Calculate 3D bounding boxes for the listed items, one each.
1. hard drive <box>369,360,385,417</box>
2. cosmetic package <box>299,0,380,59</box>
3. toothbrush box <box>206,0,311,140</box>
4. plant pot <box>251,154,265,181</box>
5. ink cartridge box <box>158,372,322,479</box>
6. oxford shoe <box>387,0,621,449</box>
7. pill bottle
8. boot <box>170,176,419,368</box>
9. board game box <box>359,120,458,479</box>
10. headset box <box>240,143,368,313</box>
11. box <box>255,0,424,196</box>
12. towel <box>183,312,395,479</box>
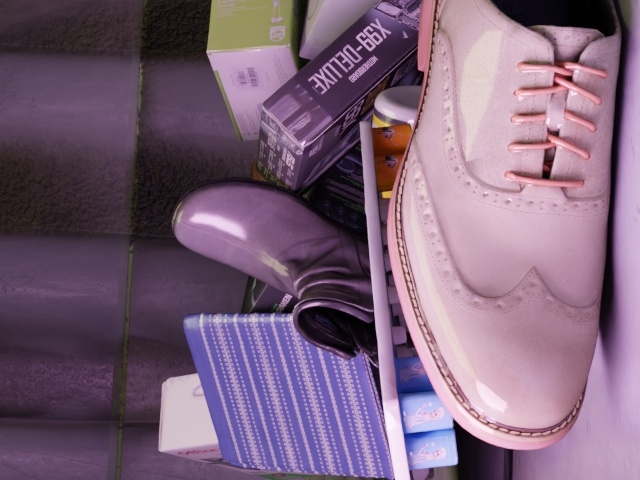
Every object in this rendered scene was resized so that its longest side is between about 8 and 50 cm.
[{"bbox_3d":[0.074,0.137,2.004,0.339,0.064,0.237,-99,12,-68],"label":"hard drive"},{"bbox_3d":[0.068,-0.457,1.768,0.284,0.097,0.377,128,153,-64],"label":"cosmetic package"},{"bbox_3d":[-0.075,-0.317,1.939,0.206,0.122,0.283,72,-162,-57],"label":"toothbrush box"},{"bbox_3d":[-0.016,-0.026,2.315,0.215,0.215,0.230,99,173,-55],"label":"plant pot"},{"bbox_3d":[-0.088,0.298,2.162,0.289,0.211,0.121,24,-120,-46],"label":"ink cartridge box"},{"bbox_3d":[0.126,-0.067,0.875,0.146,0.140,0.397,117,154,-63],"label":"oxford shoe"},{"bbox_3d":[0.101,-0.066,1.442,0.103,0.103,0.184,-96,10,-66],"label":"pill bottle"},{"bbox_3d":[-0.024,0.039,1.633,0.223,0.338,0.118,-89,15,-64],"label":"boot"},{"bbox_3d":[0.093,0.151,1.188,0.390,0.050,0.390,-93,-7,-53],"label":"board game box"},{"bbox_3d":[0.000,0.000,1.932,0.246,0.131,0.283,-57,14,36],"label":"headset box"},{"bbox_3d":[0.033,-0.179,1.677,0.242,0.076,0.307,-43,-5,-11],"label":"box"},{"bbox_3d":[-0.044,0.209,1.856,0.040,0.336,0.243,-29,-71,-44],"label":"towel"}]
